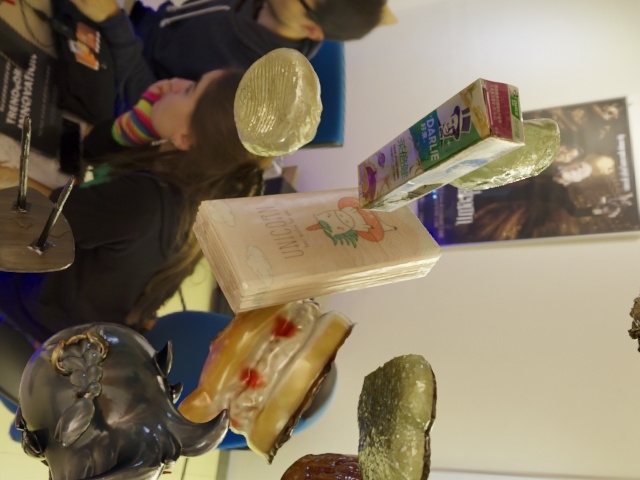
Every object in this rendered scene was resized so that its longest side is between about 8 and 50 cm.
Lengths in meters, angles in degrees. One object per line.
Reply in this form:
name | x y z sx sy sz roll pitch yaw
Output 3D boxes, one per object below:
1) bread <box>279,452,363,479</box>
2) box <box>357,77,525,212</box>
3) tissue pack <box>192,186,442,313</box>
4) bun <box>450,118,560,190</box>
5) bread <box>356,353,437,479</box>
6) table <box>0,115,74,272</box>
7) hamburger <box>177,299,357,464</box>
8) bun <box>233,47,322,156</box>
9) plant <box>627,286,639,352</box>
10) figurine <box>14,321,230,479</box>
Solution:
bread | 0.044 0.519 1.124 0.270 0.269 0.148 -58 154 -55
box | 0.097 -0.076 0.539 0.041 0.207 0.050 4 75 -24
tissue pack | 0.000 0.000 0.866 0.170 0.325 0.071 59 -38 34
bun | 0.304 -0.146 1.040 0.221 0.221 0.109 -21 103 -67
bread | 0.098 0.280 0.862 0.287 0.056 0.208 112 -16 -62
table | -0.725 -0.125 1.419 0.249 0.317 0.317 -65 178 37
hamburger | -0.092 0.209 0.960 0.303 0.186 0.261 -58 175 -17
bun | -0.078 -0.278 1.254 0.133 0.231 0.231 5 81 -48
plant | 0.264 0.051 0.377 0.104 0.116 0.122 -19 138 -52
figurine | -0.219 0.196 0.625 0.175 0.264 0.197 6 98 -45
